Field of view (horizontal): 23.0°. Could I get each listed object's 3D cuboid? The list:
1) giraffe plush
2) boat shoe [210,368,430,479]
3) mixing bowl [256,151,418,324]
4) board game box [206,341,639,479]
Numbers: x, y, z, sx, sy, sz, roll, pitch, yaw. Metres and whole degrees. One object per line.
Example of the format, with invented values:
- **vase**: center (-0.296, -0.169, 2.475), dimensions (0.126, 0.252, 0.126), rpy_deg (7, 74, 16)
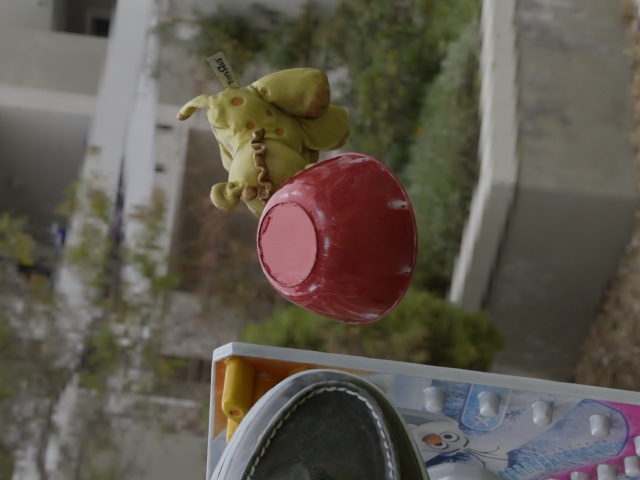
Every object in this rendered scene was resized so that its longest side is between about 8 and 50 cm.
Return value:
- **giraffe plush**: center (-0.055, -0.097, 1.813), dimensions (0.210, 0.181, 0.170), rpy_deg (35, -150, -45)
- **boat shoe**: center (-0.005, 0.168, 0.678), dimensions (0.335, 0.121, 0.119), rpy_deg (-82, -3, -47)
- **mixing bowl**: center (0.000, 0.000, 1.607), dimensions (0.181, 0.098, 0.181), rpy_deg (3, 95, 45)
- **board game box**: center (0.102, 0.226, 1.225), dimensions (0.390, 0.390, 0.050), rpy_deg (98, 180, -53)
